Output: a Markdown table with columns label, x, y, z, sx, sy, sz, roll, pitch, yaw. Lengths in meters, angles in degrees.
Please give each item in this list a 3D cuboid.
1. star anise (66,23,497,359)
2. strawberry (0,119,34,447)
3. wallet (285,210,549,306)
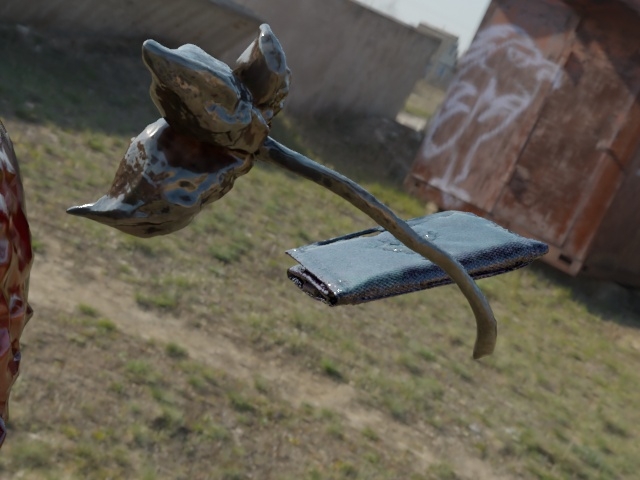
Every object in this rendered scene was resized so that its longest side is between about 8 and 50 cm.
| label | x | y | z | sx | sy | sz | roll | pitch | yaw |
| --- | --- | --- | --- | --- | --- | --- | --- | --- | --- |
| star anise | 0.000 | 0.000 | 0.512 | 0.227 | 0.148 | 0.218 | 38 | -1 | 12 |
| strawberry | -0.250 | 0.053 | 0.339 | 0.292 | 0.343 | 0.292 | 21 | -13 | 5 |
| wallet | 0.067 | 0.015 | 0.667 | 0.166 | 0.030 | 0.111 | -13 | 19 | -17 |
